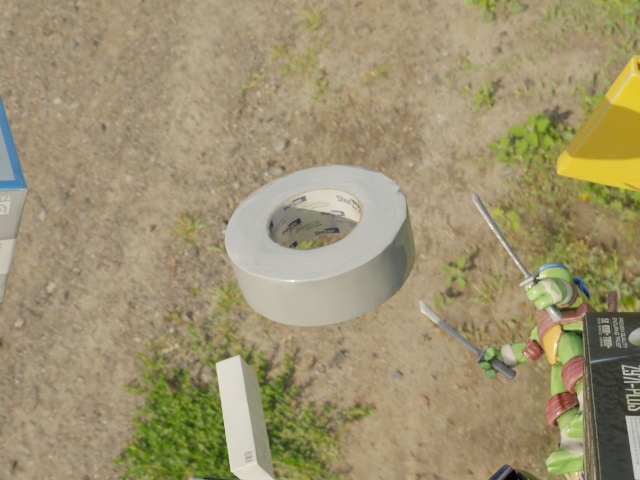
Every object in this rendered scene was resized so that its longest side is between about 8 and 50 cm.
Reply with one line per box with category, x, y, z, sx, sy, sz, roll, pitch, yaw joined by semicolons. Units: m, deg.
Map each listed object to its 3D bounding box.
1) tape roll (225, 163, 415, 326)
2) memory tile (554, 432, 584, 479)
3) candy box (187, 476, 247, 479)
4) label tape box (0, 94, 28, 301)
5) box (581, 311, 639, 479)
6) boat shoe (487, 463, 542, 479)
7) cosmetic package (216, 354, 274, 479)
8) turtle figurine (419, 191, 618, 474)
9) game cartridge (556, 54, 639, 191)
tape roll;0.000;0.000;0.978;0.219;0.072;0.219;-10;38;8
memory tile;0.372;0.323;1.121;0.012;0.148;0.113;-15;86;-18
candy box;-0.104;0.366;0.773;0.159;0.071;0.233;-58;34;32
label tape box;-0.459;-0.053;1.006;0.249;0.115;0.347;64;145;25
box;0.208;0.152;0.517;0.077;0.147;0.180;-1;26;15
boat shoe;0.268;0.531;1.404;0.127;0.158;0.340;28;76;42
cosmetic package;-0.153;0.359;1.647;0.060;0.099;0.239;-21;51;9
turtle figurine;0.249;0.134;1.008;0.198;0.275;0.266;-45;36;33
game cartridge;0.619;-0.189;1.477;0.285;0.324;0.053;11;64;-3
